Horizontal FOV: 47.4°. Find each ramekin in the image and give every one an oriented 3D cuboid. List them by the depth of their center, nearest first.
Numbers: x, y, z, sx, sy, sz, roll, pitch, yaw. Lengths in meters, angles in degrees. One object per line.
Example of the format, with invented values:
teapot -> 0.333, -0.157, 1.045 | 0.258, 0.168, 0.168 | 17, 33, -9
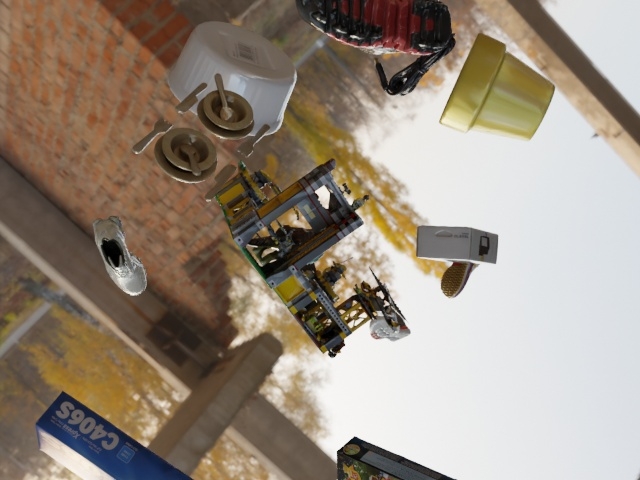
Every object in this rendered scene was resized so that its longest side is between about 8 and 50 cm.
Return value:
ramekin -> -0.187, -0.370, 1.629 | 0.135, 0.277, 0.277 | -58, -179, 32

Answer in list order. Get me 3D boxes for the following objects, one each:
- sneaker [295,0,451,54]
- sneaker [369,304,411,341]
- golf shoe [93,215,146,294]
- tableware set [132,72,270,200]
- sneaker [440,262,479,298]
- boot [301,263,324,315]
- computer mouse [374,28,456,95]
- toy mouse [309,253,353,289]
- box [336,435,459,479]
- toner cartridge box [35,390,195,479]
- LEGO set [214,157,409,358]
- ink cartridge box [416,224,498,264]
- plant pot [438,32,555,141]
sneaker -> 0.064, -0.338, 1.111 | 0.135, 0.276, 0.097 | 17, -75, 53
sneaker -> 0.128, 0.159, 1.448 | 0.061, 0.064, 0.158 | -25, 156, 14
golf shoe -> -0.377, 0.044, 1.360 | 0.069, 0.176, 0.086 | -20, -148, -1
tableware set -> -0.156, -0.155, 1.017 | 0.194, 0.128, 0.039 | -57, -179, -41
sneaker -> 0.374, 0.067, 1.865 | 0.084, 0.069, 0.185 | -1, 121, -41
boot -> -0.016, 0.162, 1.929 | 0.083, 0.161, 0.246 | -14, -146, -4
computer mouse -> 0.153, -0.382, 1.299 | 0.060, 0.262, 0.184 | 4, 146, -36
toy mouse -> -0.033, 0.065, 1.528 | 0.161, 0.143, 0.031 | -58, 172, -4
box -> 0.099, 0.391, 0.961 | 0.159, 0.233, 0.044 | 13, -154, 36
toner cartridge box -> -0.334, 0.413, 1.282 | 0.075, 0.348, 0.165 | -55, 176, -33
LEGO set -> 0.000, 0.000, 1.123 | 0.192, 0.331, 0.255 | -35, -165, 0
ink cartridge box -> 0.303, 0.011, 1.611 | 0.127, 0.072, 0.175 | 3, 177, 32
plant pot -> 0.469, -0.379, 1.908 | 0.254, 0.239, 0.254 | 24, 90, -85
